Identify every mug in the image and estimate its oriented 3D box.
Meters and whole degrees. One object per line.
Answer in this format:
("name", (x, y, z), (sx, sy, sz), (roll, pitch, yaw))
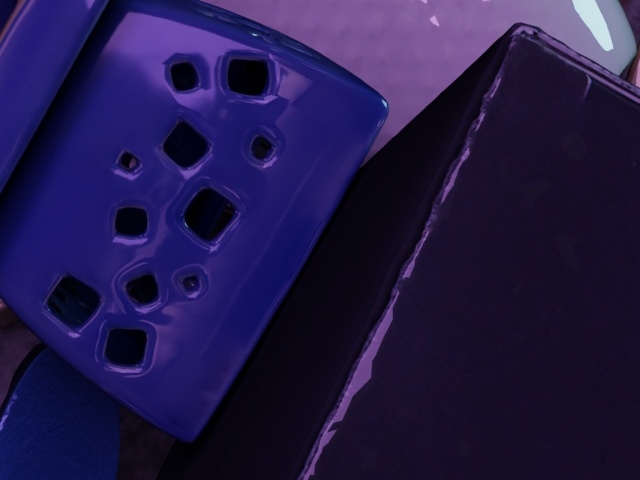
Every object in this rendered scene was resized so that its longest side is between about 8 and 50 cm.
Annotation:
("mug", (0.074, -0.203, 1.402), (0.328, 0.374, 0.276), (38, 29, 4))

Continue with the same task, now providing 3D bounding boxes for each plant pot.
("plant pot", (-0.126, -0.049, 1.184), (0.212, 0.236, 0.236), (28, 94, -18))

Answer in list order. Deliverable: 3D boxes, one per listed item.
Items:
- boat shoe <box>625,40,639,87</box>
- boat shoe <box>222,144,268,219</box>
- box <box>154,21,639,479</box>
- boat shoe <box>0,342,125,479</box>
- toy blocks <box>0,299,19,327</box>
("boat shoe", (0.333, -0.164, 1.511), (0.123, 0.123, 0.342), (29, 65, 15))
("boat shoe", (0.000, 0.000, 1.481), (0.219, 0.078, 0.070), (31, 82, 16))
("box", (0.174, 0.174, 1.111), (0.472, 0.480, 0.297), (30, 71, -6))
("boat shoe", (-0.203, 0.191, 1.307), (0.109, 0.089, 0.258), (17, 82, -22))
("toy blocks", (-0.303, 0.015, 1.384), (0.288, 0.260, 0.309), (-30, 69, -9))
